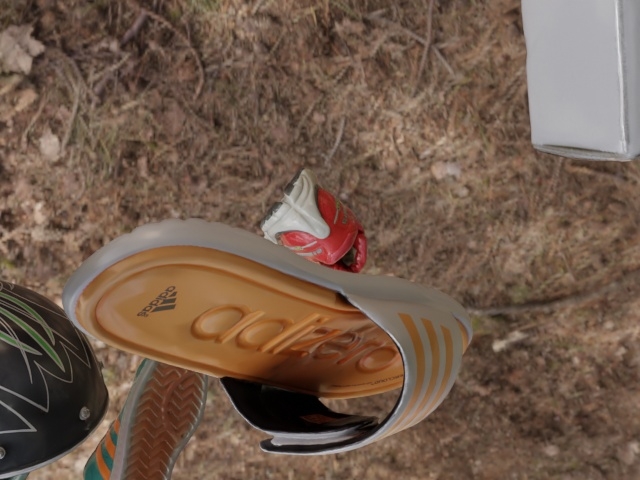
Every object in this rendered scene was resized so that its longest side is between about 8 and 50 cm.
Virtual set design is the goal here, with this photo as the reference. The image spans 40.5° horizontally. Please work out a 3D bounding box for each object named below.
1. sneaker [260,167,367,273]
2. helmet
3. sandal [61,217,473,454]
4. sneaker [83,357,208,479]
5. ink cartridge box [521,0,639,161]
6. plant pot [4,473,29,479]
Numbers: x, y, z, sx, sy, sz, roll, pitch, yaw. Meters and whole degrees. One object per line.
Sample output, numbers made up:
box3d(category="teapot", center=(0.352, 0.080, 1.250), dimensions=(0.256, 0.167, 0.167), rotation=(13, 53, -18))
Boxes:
box3d(category="sneaker", center=(0.000, 0.000, 1.022), dimensions=(0.118, 0.279, 0.107), rotation=(39, 91, 4))
box3d(category="helmet", center=(-0.236, 0.105, 0.600), dimensions=(0.169, 0.169, 0.161), rotation=(16, 126, -24))
box3d(category="sandal", center=(-0.006, 0.065, 0.414), dimensions=(0.102, 0.076, 0.265), rotation=(-38, 147, 24))
box3d(category="sneaker", center=(-0.241, 0.262, 1.111), dimensions=(0.108, 0.302, 0.121), rotation=(26, 165, -38))
box3d(category="ink cartridge box", center=(0.150, -0.226, 0.320), dimensions=(0.176, 0.069, 0.370), rotation=(-14, 107, -24))
box3d(category="plant pot", center=(-0.509, 0.275, 1.005), dimensions=(0.341, 0.341, 0.334), rotation=(9, 137, -18))
